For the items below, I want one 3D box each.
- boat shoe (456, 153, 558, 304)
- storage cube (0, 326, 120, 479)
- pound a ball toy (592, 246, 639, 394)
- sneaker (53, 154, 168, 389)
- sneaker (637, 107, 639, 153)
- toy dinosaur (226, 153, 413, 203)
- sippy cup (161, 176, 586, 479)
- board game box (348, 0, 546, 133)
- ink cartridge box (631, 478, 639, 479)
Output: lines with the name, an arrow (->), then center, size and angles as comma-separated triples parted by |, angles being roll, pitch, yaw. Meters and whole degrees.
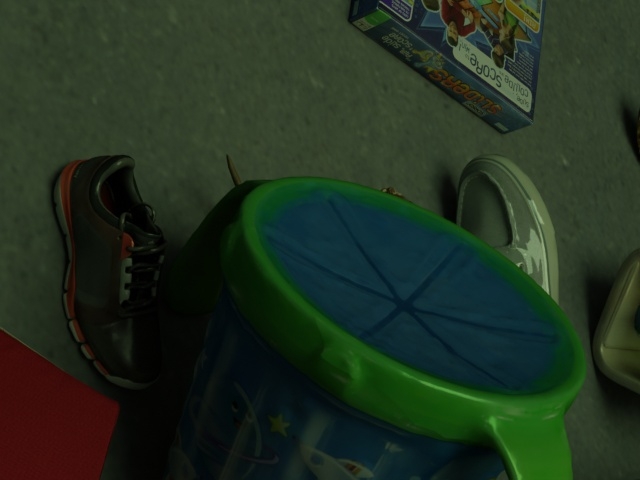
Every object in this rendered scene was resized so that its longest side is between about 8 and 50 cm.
boat shoe -> 0.144, 0.041, 1.344 | 0.081, 0.079, 0.227 | -4, 82, -51
storage cube -> -0.243, 0.139, 0.812 | 0.184, 0.215, 0.193 | 39, 45, -30
pound a ball toy -> 0.406, 0.046, 1.551 | 0.319, 0.136, 0.208 | 6, 107, -45
sneaker -> -0.128, 0.018, 1.077 | 0.061, 0.065, 0.158 | -12, 85, -48
sneaker -> 0.368, -0.076, 1.638 | 0.185, 0.070, 0.084 | 63, 34, -18
toy dinosaur -> 0.000, 0.000, 1.236 | 0.211, 0.064, 0.112 | -3, 60, -56
sippy cup -> 0.012, 0.113, 1.041 | 0.240, 0.224, 0.305 | 22, 25, -12
board game box -> 0.114, -0.197, 1.430 | 0.201, 0.035, 0.136 | 32, 55, -35
ink cartridge box -> 0.322, 0.245, 1.366 | 0.278, 0.201, 0.117 | 2, 75, -46
